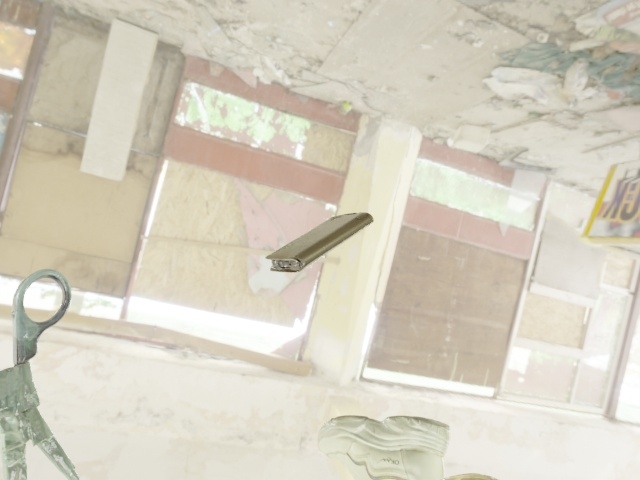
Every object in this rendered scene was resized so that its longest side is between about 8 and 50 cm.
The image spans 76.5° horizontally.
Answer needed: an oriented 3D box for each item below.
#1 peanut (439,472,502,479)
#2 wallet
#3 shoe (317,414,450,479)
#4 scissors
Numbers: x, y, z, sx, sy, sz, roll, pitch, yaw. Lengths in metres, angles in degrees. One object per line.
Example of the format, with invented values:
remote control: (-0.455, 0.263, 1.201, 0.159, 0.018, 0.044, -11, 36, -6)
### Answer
peanut: (0.078, 0.281, 0.256, 0.125, 0.275, 0.111, 19, -169, -1)
wallet: (0.000, 0.000, 0.749, 0.198, 0.031, 0.110, -33, -161, -37)
shoe: (0.119, 0.500, 0.882, 0.341, 0.211, 0.132, -21, 137, 38)
scissors: (-0.494, 0.252, 0.660, 0.029, 0.384, 0.256, -10, -171, 36)
